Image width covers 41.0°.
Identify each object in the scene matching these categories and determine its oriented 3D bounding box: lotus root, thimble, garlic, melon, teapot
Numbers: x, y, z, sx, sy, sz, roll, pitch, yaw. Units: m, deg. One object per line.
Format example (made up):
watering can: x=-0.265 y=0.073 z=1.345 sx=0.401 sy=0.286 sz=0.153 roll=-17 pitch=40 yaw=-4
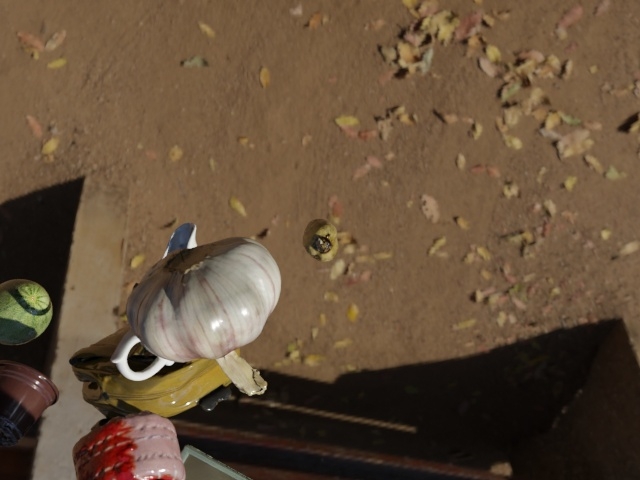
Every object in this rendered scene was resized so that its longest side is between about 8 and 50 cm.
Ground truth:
lotus root: x=0.000 y=0.000 z=1.511 sx=0.063 sy=0.152 sz=0.072 roll=3 pitch=99 yaw=-5
thimble: x=-0.326 y=0.382 z=1.451 sx=0.189 sy=0.125 sz=0.163 roll=-41 pitch=143 yaw=25
garlic: x=-0.153 y=0.130 z=1.329 sx=0.245 sy=0.245 sz=0.253 roll=-22 pitch=104 yaw=13
melon: x=-0.645 y=0.153 z=1.811 sx=0.139 sy=0.139 sz=0.192 roll=30 pitch=144 yaw=-27
teapot: x=-0.269 y=0.121 z=1.565 sx=0.204 sy=0.298 sz=0.139 roll=9 pitch=160 yaw=34

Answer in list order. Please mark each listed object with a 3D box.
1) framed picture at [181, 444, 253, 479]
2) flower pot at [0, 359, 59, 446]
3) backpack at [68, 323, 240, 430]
framed picture: x=-0.181 y=0.520 z=1.688 sx=0.274 sy=0.017 sz=0.217 roll=31 pitch=126 yaw=-4
flower pot: x=-0.433 y=0.234 z=1.189 sx=0.111 sy=0.089 sz=0.111 roll=10 pitch=138 yaw=9
backpack: x=-0.358 y=0.285 z=1.899 sx=0.378 sy=0.354 sz=0.201 roll=4 pitch=119 yaw=49
